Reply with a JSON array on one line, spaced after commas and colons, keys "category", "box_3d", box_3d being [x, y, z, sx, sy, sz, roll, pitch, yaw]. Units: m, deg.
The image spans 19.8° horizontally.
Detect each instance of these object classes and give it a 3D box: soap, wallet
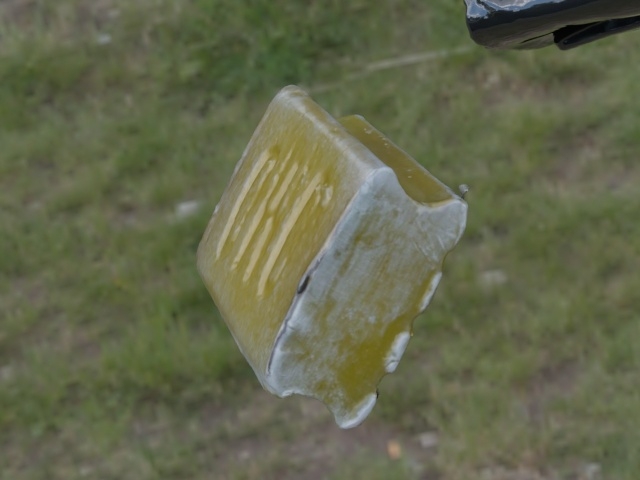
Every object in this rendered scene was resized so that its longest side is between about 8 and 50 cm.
[{"category": "soap", "box_3d": [0.000, 0.000, 1.270, 0.089, 0.173, 0.274, 24, 8, -18]}, {"category": "wallet", "box_3d": [0.325, -0.206, 1.332, 0.406, 0.062, 0.228, -10, -1, 37]}]
